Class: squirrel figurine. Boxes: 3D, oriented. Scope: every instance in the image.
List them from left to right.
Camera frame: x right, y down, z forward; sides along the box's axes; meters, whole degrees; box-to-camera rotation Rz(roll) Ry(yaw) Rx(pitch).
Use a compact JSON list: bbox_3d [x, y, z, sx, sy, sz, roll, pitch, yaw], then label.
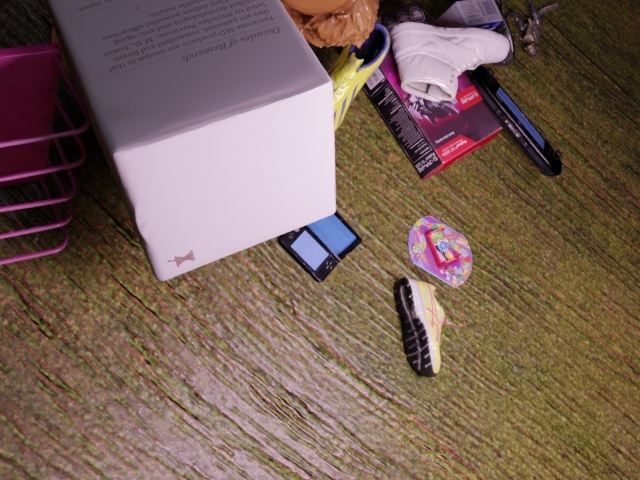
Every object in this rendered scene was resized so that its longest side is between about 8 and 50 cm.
[{"bbox_3d":[-0.092,-0.509,1.687,0.397,0.370,0.281,43,50,-37],"label":"squirrel figurine"}]

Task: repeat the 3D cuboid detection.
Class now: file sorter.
[{"bbox_3d":[-0.476,-0.118,1.279,0.202,0.291,0.182,-15,60,-34],"label":"file sorter"}]

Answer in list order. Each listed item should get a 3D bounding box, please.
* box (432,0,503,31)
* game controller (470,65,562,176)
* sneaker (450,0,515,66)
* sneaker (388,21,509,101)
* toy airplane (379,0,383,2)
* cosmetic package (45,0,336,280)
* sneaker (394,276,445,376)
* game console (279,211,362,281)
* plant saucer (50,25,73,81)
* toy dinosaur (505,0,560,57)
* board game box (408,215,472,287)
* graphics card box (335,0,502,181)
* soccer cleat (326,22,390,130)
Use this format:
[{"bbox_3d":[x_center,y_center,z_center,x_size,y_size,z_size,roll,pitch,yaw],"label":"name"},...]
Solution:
[{"bbox_3d":[0.344,-0.516,2.041,0.126,0.137,0.072,-17,80,-34],"label":"box"},{"bbox_3d":[0.471,-0.287,2.030,0.319,0.067,0.166,49,16,-3],"label":"game controller"},{"bbox_3d":[0.433,-0.579,2.144,0.124,0.107,0.283,-21,81,-41],"label":"sneaker"},{"bbox_3d":[0.295,-0.378,1.868,0.292,0.108,0.169,-1,71,-20],"label":"sneaker"},{"bbox_3d":[0.253,-0.681,1.875,0.384,0.386,0.273,17,85,-7],"label":"toy airplane"},{"bbox_3d":[-0.202,-0.218,1.360,0.327,0.329,0.394,-21,58,-12],"label":"cosmetic package"},{"bbox_3d":[0.220,0.172,1.710,0.094,0.081,0.209,3,67,-31],"label":"sneaker"},{"bbox_3d":[0.000,0.000,1.662,0.122,0.071,0.107,45,54,-5],"label":"game console"},{"bbox_3d":[-0.409,-0.372,1.608,0.199,0.037,0.200,12,63,-26],"label":"plant saucer"},{"bbox_3d":[0.558,-0.586,2.245,0.118,0.064,0.268,42,53,-16],"label":"toy dinosaur"},{"bbox_3d":[0.270,0.017,1.834,0.168,0.033,0.133,31,58,-16],"label":"board game box"},{"bbox_3d":[0.227,-0.347,1.930,0.232,0.094,0.371,-30,85,-35],"label":"graphics card box"},{"bbox_3d":[0.046,-0.334,1.760,0.093,0.121,0.289,35,81,1],"label":"soccer cleat"}]
